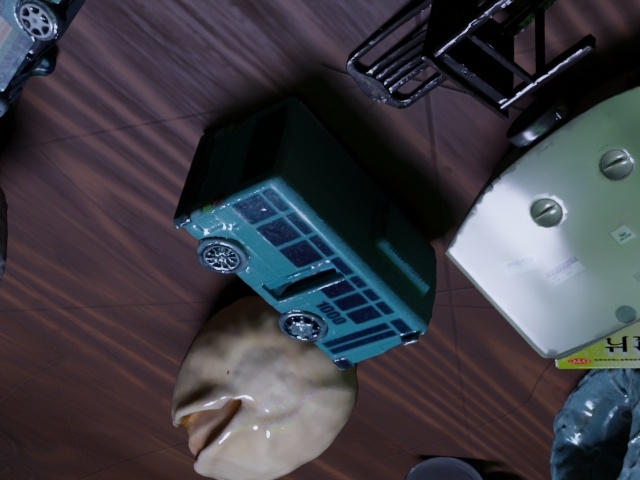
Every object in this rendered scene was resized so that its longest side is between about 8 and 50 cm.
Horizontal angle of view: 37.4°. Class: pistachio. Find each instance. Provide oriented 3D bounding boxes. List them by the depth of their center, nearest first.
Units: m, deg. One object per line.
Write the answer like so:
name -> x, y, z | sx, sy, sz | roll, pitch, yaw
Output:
pistachio -> -0.070, 0.172, 1.084 | 0.193, 0.214, 0.318 | 60, 148, 9

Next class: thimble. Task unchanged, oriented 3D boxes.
thimble -> 0.359, 0.233, 1.047 | 0.143, 0.198, 0.235 | 18, 174, -11

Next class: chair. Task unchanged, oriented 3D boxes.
chair -> 0.098, -0.137, 0.714 | 0.084, 0.101, 0.212 | 31, 136, -24

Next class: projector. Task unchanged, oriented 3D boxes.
projector -> 0.238, -0.037, 0.780 | 0.193, 0.088, 0.269 | 46, 123, -9

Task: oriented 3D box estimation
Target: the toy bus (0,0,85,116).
toy bus -> -0.251, -0.182, 0.756 | 0.109, 0.091, 0.261 | 38, 134, -16

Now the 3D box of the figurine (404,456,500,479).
figurine -> 0.196, 0.422, 1.373 | 0.176, 0.133, 0.236 | -11, 134, -3

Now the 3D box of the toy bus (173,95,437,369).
toy bus -> 0.000, 0.000, 0.889 | 0.147, 0.128, 0.256 | -22, 130, 32

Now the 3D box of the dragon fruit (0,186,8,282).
dragon fruit -> -0.409, -0.055, 0.868 | 0.283, 0.204, 0.221 | 9, -177, 45

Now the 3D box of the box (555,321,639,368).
box -> 0.355, 0.053, 0.923 | 0.260, 0.062, 0.175 | -4, 139, 17
